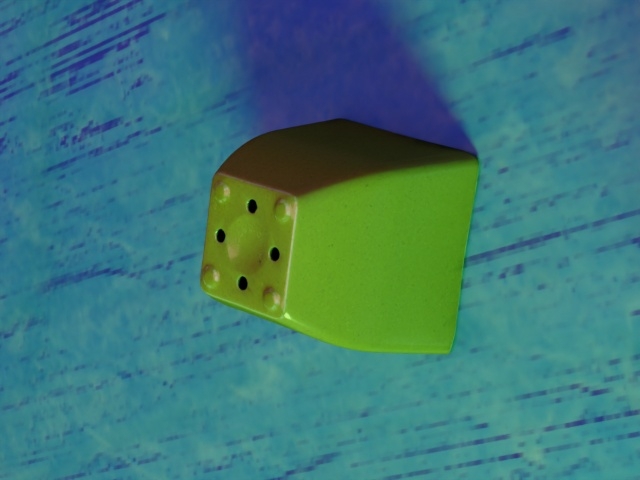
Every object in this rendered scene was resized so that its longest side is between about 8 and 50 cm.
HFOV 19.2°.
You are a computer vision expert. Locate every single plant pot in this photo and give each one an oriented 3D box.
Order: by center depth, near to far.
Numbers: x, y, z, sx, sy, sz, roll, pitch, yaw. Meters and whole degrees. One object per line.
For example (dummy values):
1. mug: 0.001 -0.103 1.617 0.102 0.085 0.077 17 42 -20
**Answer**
1. plant pot: 0.000 0.000 0.735 0.081 0.083 0.081 18 107 42
